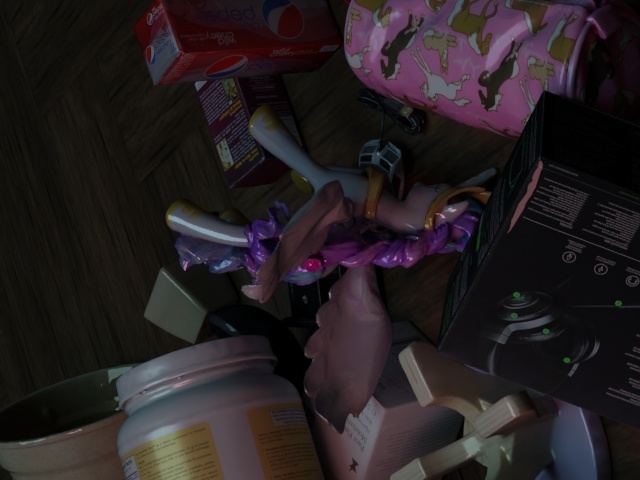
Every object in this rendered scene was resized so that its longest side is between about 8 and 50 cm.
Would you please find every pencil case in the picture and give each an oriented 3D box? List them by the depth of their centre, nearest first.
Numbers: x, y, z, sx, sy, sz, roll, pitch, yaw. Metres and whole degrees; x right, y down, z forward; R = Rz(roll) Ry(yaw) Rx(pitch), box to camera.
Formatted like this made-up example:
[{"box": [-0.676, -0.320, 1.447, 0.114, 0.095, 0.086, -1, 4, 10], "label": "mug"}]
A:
[{"box": [0.188, -0.209, 1.562, 0.386, 0.160, 0.167, 21, 82, 50], "label": "pencil case"}]

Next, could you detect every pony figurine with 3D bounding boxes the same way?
[{"box": [0.000, 0.000, 1.688, 0.363, 0.351, 0.303, 18, 145, 35], "label": "pony figurine"}]

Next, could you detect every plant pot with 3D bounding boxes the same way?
[{"box": [-0.191, 0.095, 2.183, 0.096, 0.109, 0.109, 43, 131, 23], "label": "plant pot"}, {"box": [-0.355, 0.402, 2.322, 0.333, 0.333, 0.306, -1, 108, 53], "label": "plant pot"}]

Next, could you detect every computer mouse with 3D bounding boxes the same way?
[{"box": [0.081, -0.094, 1.825, 0.106, 0.042, 0.193, 23, 113, 36], "label": "computer mouse"}, {"box": [-0.062, 0.167, 1.977, 0.188, 0.072, 0.272, 30, 161, 43], "label": "computer mouse"}]

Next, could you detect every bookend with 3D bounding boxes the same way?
[{"box": [0.008, 0.038, 1.926, 0.156, 0.072, 0.157, -1, 97, 53], "label": "bookend"}]

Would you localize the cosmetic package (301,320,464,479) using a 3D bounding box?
[{"box": [0.075, 0.227, 1.814, 0.151, 0.151, 0.184, 44, 131, 40], "label": "cosmetic package"}]

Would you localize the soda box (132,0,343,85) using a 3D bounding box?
[{"box": [-0.105, -0.268, 1.843, 0.083, 0.263, 0.092, -37, 69, 49], "label": "soda box"}]

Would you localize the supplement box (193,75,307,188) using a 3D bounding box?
[{"box": [-0.103, -0.181, 2.014, 0.104, 0.080, 0.188, -36, 69, 50], "label": "supplement box"}]

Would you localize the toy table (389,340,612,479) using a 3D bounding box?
[{"box": [0.203, 0.219, 1.639, 0.274, 0.160, 0.252, 57, 138, 26], "label": "toy table"}]

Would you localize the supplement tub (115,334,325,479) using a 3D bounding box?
[{"box": [-0.115, 0.307, 1.756, 0.241, 0.241, 0.331, -35, 67, 51], "label": "supplement tub"}]

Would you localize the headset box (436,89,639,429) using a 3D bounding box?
[{"box": [0.276, 0.034, 1.416, 0.131, 0.246, 0.283, -74, 5, -54], "label": "headset box"}]

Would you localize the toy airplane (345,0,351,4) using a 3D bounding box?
[{"box": [0.071, -0.308, 1.733, 0.028, 0.151, 0.151, -16, 85, 38], "label": "toy airplane"}]
